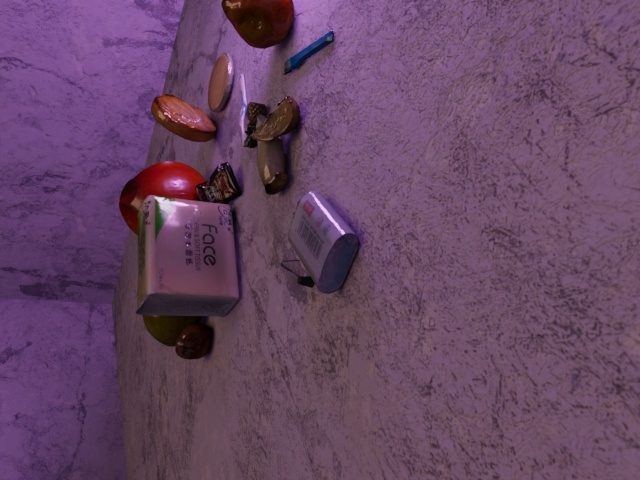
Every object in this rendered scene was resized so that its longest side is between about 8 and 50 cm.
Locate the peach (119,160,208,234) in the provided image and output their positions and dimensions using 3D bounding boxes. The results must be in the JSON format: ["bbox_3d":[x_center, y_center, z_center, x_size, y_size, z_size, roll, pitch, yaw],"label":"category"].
[{"bbox_3d":[-0.656,-0.153,2.159,0.388,0.388,0.388,-22,64,56],"label":"peach"}]

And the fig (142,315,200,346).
[{"bbox_3d":[-0.608,0.313,2.099,0.239,0.239,0.271,35,126,57],"label":"fig"}]

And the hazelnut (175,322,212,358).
[{"bbox_3d":[-0.500,0.393,1.985,0.154,0.143,0.143,-58,37,32],"label":"hazelnut"}]

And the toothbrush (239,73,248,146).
[{"bbox_3d":[-0.300,-0.508,1.958,0.040,0.040,0.386,-46,45,45],"label":"toothbrush"}]

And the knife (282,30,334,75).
[{"bbox_3d":[-0.042,-0.568,1.547,0.296,0.026,0.044,-3,83,57],"label":"knife"}]

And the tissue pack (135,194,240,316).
[{"bbox_3d":[-0.485,0.058,1.844,0.205,0.331,0.405,-45,47,48],"label":"tissue pack"}]

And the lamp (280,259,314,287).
[{"bbox_3d":[-0.065,0.091,1.389,0.121,0.054,0.041,42,118,55],"label":"lamp"}]

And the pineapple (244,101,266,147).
[{"bbox_3d":[-0.233,-0.406,1.795,0.074,0.074,0.159,34,117,57],"label":"pineapple"}]

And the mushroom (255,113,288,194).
[{"bbox_3d":[-0.161,-0.293,1.626,0.107,0.087,0.333,-47,43,46],"label":"mushroom"}]

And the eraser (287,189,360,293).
[{"bbox_3d":[0.000,0.000,1.277,0.227,0.081,0.174,53,131,50],"label":"eraser"}]

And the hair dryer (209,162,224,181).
[{"bbox_3d":[-0.395,-0.206,2.049,0.100,0.057,0.198,-38,60,50],"label":"hair dryer"}]

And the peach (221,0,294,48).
[{"bbox_3d":[-0.213,-0.756,1.683,0.214,0.235,0.214,-171,90,-70],"label":"peach"}]

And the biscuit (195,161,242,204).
[{"bbox_3d":[-0.393,-0.196,1.979,0.235,0.063,0.151,-31,76,37],"label":"biscuit"}]

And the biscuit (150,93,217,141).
[{"bbox_3d":[-0.602,-0.528,2.228,0.102,0.296,0.296,-57,37,23],"label":"biscuit"}]

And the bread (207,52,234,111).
[{"bbox_3d":[-0.439,-0.694,2.242,0.267,0.040,0.267,-20,67,57],"label":"bread"}]

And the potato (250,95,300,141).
[{"bbox_3d":[-0.119,-0.354,1.564,0.172,0.089,0.100,-42,0,21],"label":"potato"}]
